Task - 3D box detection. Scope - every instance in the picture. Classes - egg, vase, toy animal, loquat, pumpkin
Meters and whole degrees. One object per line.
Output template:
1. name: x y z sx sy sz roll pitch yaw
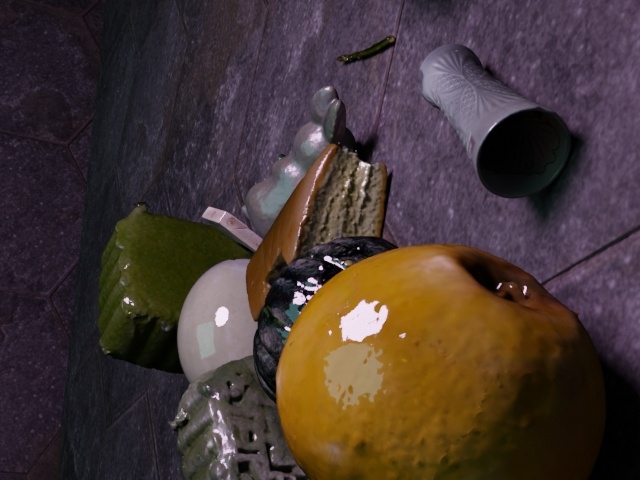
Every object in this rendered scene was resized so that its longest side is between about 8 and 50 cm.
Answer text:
1. egg: -0.118 0.144 1.361 0.183 0.183 0.217 -48 22 49
2. vase: 0.167 -0.134 0.982 0.219 0.096 0.096 -114 42 -57
3. toy animal: -0.005 -0.102 1.329 0.251 0.127 0.125 -57 -7 35
4. loquat: 0.092 0.137 0.804 0.275 0.275 0.275 -40 44 55
5. pumpkin: 0.031 0.101 1.020 0.162 0.220 0.220 29 110 29

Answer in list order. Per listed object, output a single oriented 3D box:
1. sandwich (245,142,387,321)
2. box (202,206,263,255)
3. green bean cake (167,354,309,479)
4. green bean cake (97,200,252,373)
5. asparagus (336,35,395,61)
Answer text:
1. sandwich: 0.000 0.000 1.248 0.236 0.122 0.128 -60 28 35
2. box: -0.095 0.010 1.408 0.024 0.167 0.090 -55 23 -9
3. green bean cake: -0.060 0.257 1.143 0.125 0.222 0.227 -56 36 42
4. green bean cake: -0.233 0.090 1.565 0.156 0.250 0.247 -57 33 39
5. asparagus: 0.064 -0.271 1.363 0.163 0.016 0.016 0 105 66
